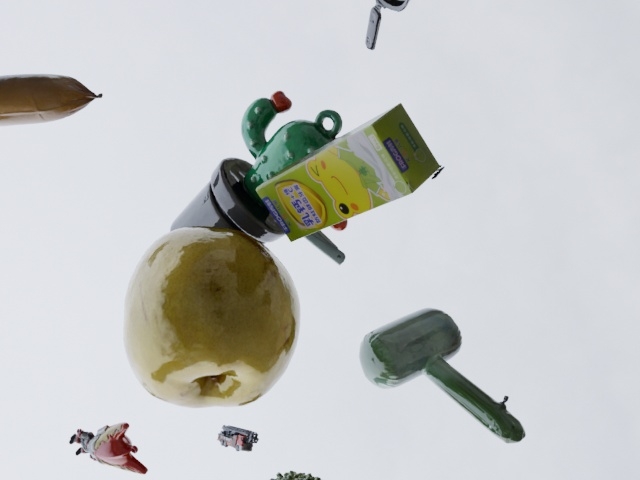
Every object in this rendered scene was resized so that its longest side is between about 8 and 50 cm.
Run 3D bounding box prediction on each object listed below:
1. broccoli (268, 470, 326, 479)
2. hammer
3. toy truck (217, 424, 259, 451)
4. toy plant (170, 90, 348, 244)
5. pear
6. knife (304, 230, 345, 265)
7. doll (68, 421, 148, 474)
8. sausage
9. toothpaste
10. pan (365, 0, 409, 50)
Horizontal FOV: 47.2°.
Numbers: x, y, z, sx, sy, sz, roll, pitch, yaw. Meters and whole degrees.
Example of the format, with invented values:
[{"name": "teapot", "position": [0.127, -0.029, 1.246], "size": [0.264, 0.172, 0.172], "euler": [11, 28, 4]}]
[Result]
[{"name": "broccoli", "position": [-0.037, 0.593, 1.464], "size": [0.273, 0.180, 0.243], "euler": [20, -111, 3]}, {"name": "hammer", "position": [0.238, 0.254, 1.341], "size": [0.206, 0.119, 0.335], "euler": [-22, -140, -31]}, {"name": "toy truck", "position": [-0.115, 0.278, 1.027], "size": [0.024, 0.083, 0.032], "euler": [18, -102, -33]}, {"name": "toy plant", "position": [-0.110, -0.106, 1.387], "size": [0.185, 0.400, 0.280], "euler": [17, -138, -51]}, {"name": "pear", "position": [-0.180, 0.125, 1.227], "size": [0.314, 0.314, 0.314], "euler": [26, -134, -31]}, {"name": "knife", "position": [0.000, 0.000, 1.889], "size": [0.162, 0.023, 0.044], "euler": [40, -100, -2]}, {"name": "doll", "position": [-0.400, 0.385, 1.374], "size": [0.057, 0.169, 0.109], "euler": [-35, -66, -48]}, {"name": "sausage", "position": [-0.617, -0.289, 1.507], "size": [0.328, 0.112, 0.112], "euler": [-5, -124, 2]}, {"name": "toothpaste", "position": [0.031, -0.092, 1.101], "size": [0.077, 0.327, 0.110], "euler": [-41, -78, -35]}, {"name": "pan", "position": [0.093, -0.375, 1.098], "size": [0.028, 0.235, 0.136], "euler": [-28, -112, -16]}]
